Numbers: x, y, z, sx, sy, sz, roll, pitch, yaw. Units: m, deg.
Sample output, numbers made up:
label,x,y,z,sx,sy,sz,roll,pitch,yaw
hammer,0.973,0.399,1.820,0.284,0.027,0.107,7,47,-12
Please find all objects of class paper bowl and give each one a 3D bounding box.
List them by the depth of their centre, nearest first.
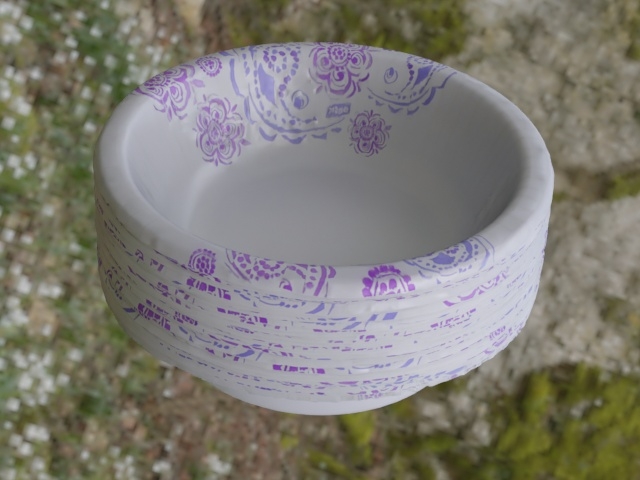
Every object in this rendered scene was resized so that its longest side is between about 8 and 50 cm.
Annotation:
label,x,y,z,sx,sy,sz,roll,pitch,yaw
paper bowl,0.000,0.000,0.978,0.284,0.284,0.148,-98,-171,-55
